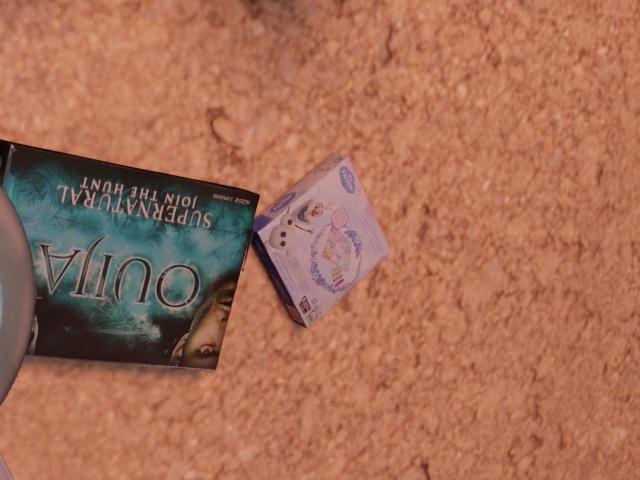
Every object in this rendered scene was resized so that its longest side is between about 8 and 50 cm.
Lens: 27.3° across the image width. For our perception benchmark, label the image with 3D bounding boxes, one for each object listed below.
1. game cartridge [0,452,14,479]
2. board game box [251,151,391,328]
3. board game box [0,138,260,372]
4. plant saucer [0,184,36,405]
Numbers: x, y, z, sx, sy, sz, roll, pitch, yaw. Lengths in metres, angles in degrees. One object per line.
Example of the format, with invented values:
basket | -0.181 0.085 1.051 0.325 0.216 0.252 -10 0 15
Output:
game cartridge | -0.284 0.136 0.720 0.196 0.060 0.294 -46 127 -25
board game box | 0.000 0.000 0.930 0.090 0.020 0.090 -40 125 -23
board game box | -0.130 0.015 0.824 0.186 0.026 0.126 10 97 -41
plant saucer | -0.219 0.035 0.687 0.195 0.037 0.195 -4 95 -48
